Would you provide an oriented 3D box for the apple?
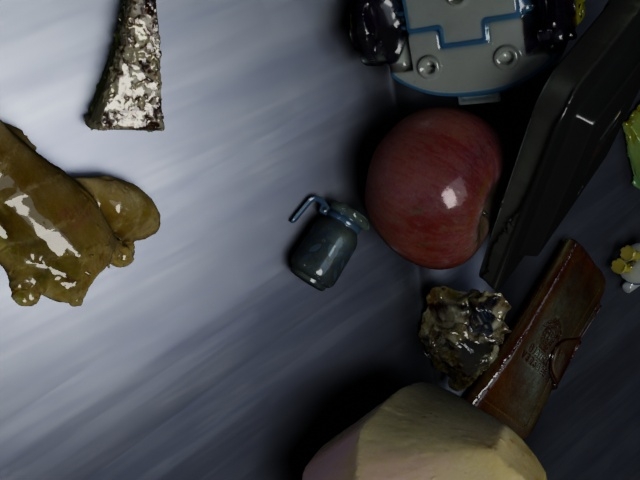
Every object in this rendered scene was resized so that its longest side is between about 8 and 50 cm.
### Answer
[{"bbox_3d":[0.109,-0.053,0.607,0.153,0.120,0.153,-44,148,-38],"label":"apple"}]

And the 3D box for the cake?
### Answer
[{"bbox_3d":[-0.136,-0.146,0.487,0.055,0.051,0.140,12,99,-32],"label":"cake"}]

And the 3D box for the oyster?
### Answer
[{"bbox_3d":[0.161,0.117,0.717,0.051,0.103,0.148,-71,154,-47],"label":"oyster"}]

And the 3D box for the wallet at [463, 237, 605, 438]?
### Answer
[{"bbox_3d":[0.291,0.133,0.832,0.137,0.031,0.255,37,83,-32],"label":"wallet"}]

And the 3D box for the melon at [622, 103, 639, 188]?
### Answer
[{"bbox_3d":[0.475,-0.193,0.857,0.114,0.053,0.262,30,83,-15],"label":"melon"}]

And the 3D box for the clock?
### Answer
[{"bbox_3d":[0.258,-0.107,0.628,0.279,0.049,0.273,-47,155,-28],"label":"clock"}]

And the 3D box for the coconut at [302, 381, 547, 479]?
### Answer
[{"bbox_3d":[0.111,0.265,0.622,0.259,0.259,0.259,-9,108,-29],"label":"coconut"}]

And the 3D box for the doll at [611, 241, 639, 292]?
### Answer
[{"bbox_3d":[0.466,0.033,0.896,0.143,0.057,0.099,4,122,-32],"label":"doll"}]

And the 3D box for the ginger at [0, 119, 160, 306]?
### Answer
[{"bbox_3d":[-0.214,-0.023,0.455,0.205,0.081,0.115,33,80,-35],"label":"ginger"}]

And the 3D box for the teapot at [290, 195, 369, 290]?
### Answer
[{"bbox_3d":[0.002,0.002,0.619,0.083,0.063,0.049,-58,155,-8],"label":"teapot"}]

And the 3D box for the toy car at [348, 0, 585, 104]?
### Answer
[{"bbox_3d":[0.121,-0.278,0.542,0.166,0.198,0.314,-49,131,-49],"label":"toy car"}]
